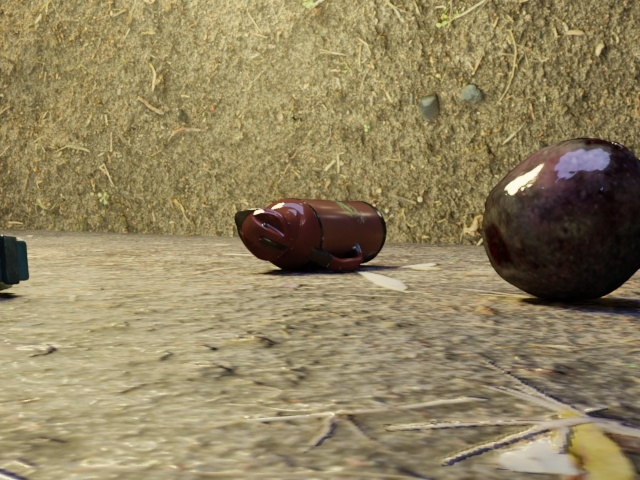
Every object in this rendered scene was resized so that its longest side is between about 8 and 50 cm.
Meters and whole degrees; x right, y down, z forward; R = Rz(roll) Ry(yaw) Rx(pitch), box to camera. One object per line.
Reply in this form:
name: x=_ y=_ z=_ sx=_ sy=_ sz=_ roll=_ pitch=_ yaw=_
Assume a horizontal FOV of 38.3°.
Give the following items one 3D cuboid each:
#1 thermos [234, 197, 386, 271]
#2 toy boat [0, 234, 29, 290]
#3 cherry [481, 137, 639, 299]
thermos: x=-0.008 y=0.001 z=1.432 sx=0.109 sy=0.136 sz=0.330 roll=-28 pitch=-12 yaw=25
toy boat: x=-0.330 y=0.019 z=0.860 sx=0.059 sy=0.069 sz=0.173 roll=-6 pitch=-5 yaw=13
cherry: x=0.272 y=-0.019 z=1.007 sx=0.195 sy=0.195 sz=0.195 roll=2 pitch=2 yaw=0
